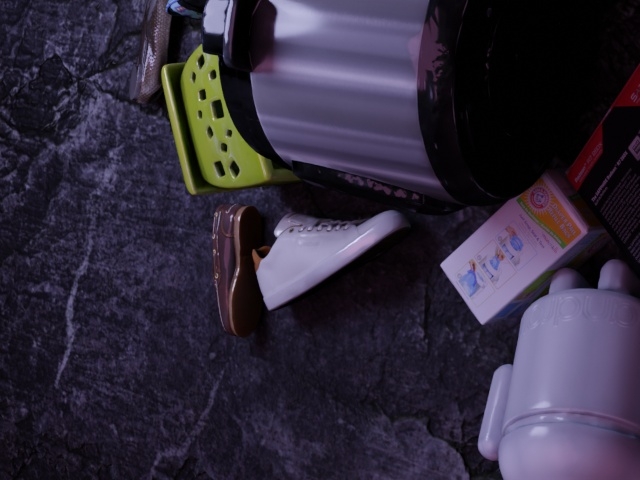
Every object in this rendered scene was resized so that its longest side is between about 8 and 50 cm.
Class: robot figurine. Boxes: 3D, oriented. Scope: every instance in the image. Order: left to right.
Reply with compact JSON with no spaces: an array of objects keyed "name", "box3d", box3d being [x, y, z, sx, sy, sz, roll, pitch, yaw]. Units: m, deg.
[{"name":"robot figurine","box3d":[0.326,0.199,1.703,0.300,0.200,0.353,-16,48,41]}]

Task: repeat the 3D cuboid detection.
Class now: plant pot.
[{"name":"plant pot","box3d":[-0.089,-0.181,2.020,0.207,0.228,0.227,-15,88,44]}]

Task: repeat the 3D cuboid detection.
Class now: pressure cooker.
[{"name":"pressure cooker","box3d":[0.078,-0.246,1.747,0.421,0.375,0.370,13,148,33]}]

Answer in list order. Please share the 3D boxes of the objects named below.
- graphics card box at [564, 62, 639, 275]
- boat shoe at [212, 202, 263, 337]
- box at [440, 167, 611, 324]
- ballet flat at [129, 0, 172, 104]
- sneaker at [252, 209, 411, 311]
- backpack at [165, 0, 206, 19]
[{"name":"graphics card box","box3d":[0.461,-0.027,1.624,0.371,0.094,0.232,59,139,32]},{"name":"boat shoe","box3d":[-0.133,0.045,2.179,0.073,0.073,0.206,5,92,39]},{"name":"box","box3d":[0.276,0.006,1.827,0.203,0.114,0.103,-46,67,32]},{"name":"ballet flat","box3d":[-0.252,-0.336,2.228,0.084,0.058,0.249,-139,60,-67]},{"name":"sneaker","box3d":[0.000,0.000,2.044,0.290,0.106,0.123,-29,81,38]},{"name":"backpack","box3d":[-0.149,-0.387,2.061,0.158,0.173,0.116,-18,85,39]}]
